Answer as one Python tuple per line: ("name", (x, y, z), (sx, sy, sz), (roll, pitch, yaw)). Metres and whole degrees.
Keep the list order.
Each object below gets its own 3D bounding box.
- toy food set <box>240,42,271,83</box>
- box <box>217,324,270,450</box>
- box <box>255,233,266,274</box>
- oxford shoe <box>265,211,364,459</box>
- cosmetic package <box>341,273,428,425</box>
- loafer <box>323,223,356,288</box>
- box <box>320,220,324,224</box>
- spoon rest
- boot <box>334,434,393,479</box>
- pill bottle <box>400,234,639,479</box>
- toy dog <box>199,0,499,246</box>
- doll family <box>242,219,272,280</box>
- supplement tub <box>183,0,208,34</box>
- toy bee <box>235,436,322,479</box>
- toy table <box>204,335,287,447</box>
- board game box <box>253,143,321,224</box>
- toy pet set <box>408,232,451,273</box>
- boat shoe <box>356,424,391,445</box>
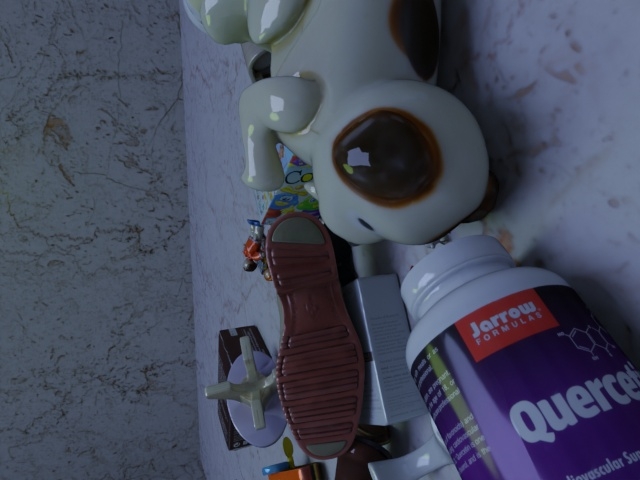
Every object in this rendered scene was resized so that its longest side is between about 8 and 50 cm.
("toy food set", (-0.088, -0.354, 0.979), (0.306, 0.092, 0.220), (61, -169, -63))
("box", (-0.271, 0.506, 1.654), (0.191, 0.143, 0.381), (-131, 40, -54))
("box", (-0.187, 0.031, 1.494), (0.137, 0.027, 0.094), (-127, 40, -51))
("oxford shoe", (-0.005, 0.154, 0.813), (0.146, 0.140, 0.397), (81, -176, -86))
("cosmetic package", (0.094, 0.182, 0.807), (0.117, 0.085, 0.231), (138, 123, -61))
("loafer", (0.029, 0.046, 0.962), (0.061, 0.062, 0.170), (135, 128, -67))
("box", (0.000, 0.000, 1.059), (0.136, 0.028, 0.081), (174, 91, -69))
("spoon rest", (0.173, 0.279, 0.678), (0.276, 0.084, 0.137), (-56, 44, 36))
("boot", (0.023, 0.484, 0.778), (0.096, 0.280, 0.264), (21, 136, 15))
("pill bottle", (0.197, 0.153, 0.440), (0.181, 0.181, 0.323), (110, 146, -45))
("toy dog", (0.072, -0.180, 0.620), (0.395, 0.284, 0.408), (-27, 63, 26))
("doll family", (-0.096, 0.047, 1.214), (0.263, 0.118, 0.163), (18, 103, 49))
("supplement tub", (-0.204, -0.648, 1.132), (0.325, 0.235, 0.236), (164, 100, -66))
("toy bee", (-0.088, 0.626, 1.279), (0.298, 0.162, 0.195), (-6, 80, 42))
("toy table", (-0.180, 0.416, 1.333), (0.274, 0.252, 0.161), (59, 164, 30))
("board game box", (-0.038, -0.160, 0.966), (0.275, 0.142, 0.144), (126, 134, -57))
("toy pet set", (0.170, 0.036, 0.663), (0.114, 0.065, 0.122), (-67, -7, -56))
("boat shoe", (0.073, 0.336, 0.911), (0.178, 0.064, 0.060), (-176, 80, -69))
